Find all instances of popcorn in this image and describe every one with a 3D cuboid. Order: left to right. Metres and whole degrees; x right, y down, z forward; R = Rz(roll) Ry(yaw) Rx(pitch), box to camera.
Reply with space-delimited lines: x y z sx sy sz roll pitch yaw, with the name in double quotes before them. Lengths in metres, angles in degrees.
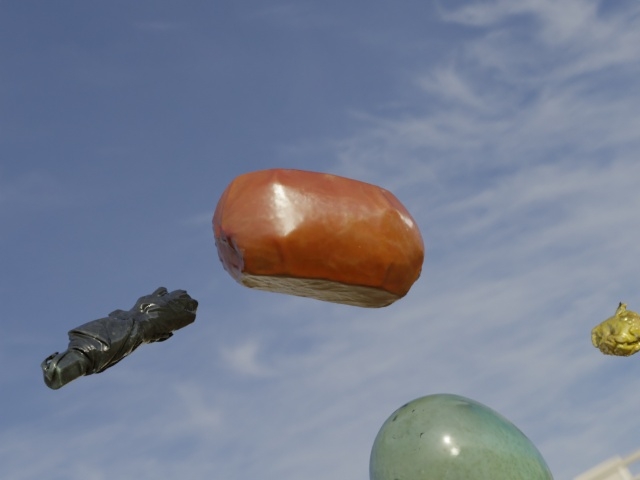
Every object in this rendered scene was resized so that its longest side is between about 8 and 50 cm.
"popcorn" 0.445 0.140 1.720 0.084 0.084 0.084 -21 -30 -12

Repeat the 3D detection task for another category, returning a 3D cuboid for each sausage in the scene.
"sausage" 0.000 -0.001 1.458 0.268 0.141 0.153 11 -19 -16

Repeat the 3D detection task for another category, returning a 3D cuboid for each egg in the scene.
"egg" 0.146 0.254 1.191 0.169 0.169 0.236 -37 -59 15

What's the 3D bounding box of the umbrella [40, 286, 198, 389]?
"umbrella" -0.233 0.111 1.376 0.066 0.059 0.236 3 18 31
